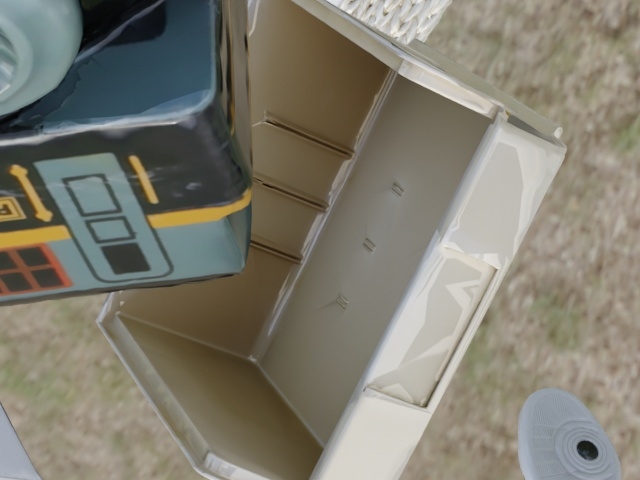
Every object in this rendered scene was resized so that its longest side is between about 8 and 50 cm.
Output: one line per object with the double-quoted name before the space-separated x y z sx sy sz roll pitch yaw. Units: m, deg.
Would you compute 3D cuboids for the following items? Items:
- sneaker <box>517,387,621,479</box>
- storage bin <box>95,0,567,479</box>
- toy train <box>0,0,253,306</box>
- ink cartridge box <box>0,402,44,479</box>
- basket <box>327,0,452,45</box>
"sneaker" 0.187 0.231 1.513 0.079 0.217 0.121 -7 150 -23
"storage bin" 0.000 0.000 1.200 0.123 0.260 0.262 22 100 -26
"toy train" -0.168 -0.048 0.518 0.334 0.142 0.190 -8 150 6
"ink cartridge box" -0.298 0.121 1.026 0.176 0.371 0.069 -29 60 32
"basket" 0.059 -0.231 1.555 0.103 0.113 0.167 23 121 -18
